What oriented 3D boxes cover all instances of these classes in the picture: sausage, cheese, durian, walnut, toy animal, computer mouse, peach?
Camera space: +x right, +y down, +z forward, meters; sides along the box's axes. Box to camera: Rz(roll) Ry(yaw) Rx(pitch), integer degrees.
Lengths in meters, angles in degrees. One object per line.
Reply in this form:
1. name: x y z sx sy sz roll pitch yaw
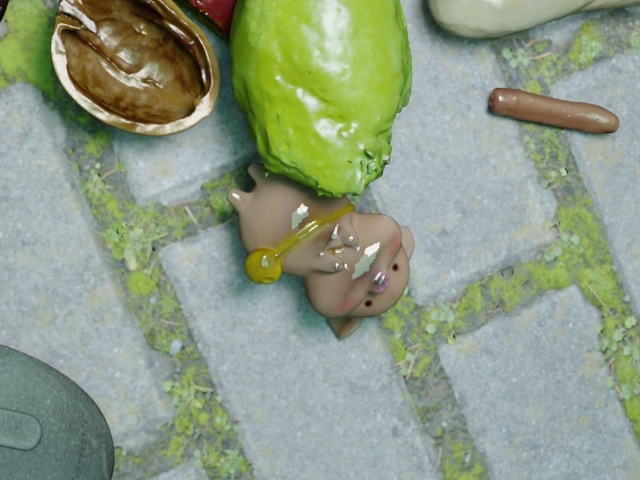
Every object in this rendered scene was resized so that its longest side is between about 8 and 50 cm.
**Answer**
1. sausage: 0.311 -0.173 1.415 0.186 0.043 0.043 9 89 -15
2. cheese: 0.273 -0.439 1.354 0.351 0.129 0.328 -15 97 -17
3. durian: 0.001 -0.237 1.230 0.205 0.256 0.339 -6 109 23
4. walnut: -0.223 -0.206 1.243 0.211 0.087 0.167 39 75 -15
5. toy animal: -0.002 0.002 1.283 0.248 0.149 0.165 40 97 -20
6. computer mouse: -0.377 0.205 1.135 0.374 0.114 0.203 18 63 -36
7. peach: -0.135 -0.314 1.263 0.127 0.092 0.172 -29 96 -16

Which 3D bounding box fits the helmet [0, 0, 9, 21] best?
1. helmet: -0.434 -0.276 1.127 0.189 0.193 0.216 38 53 -9
